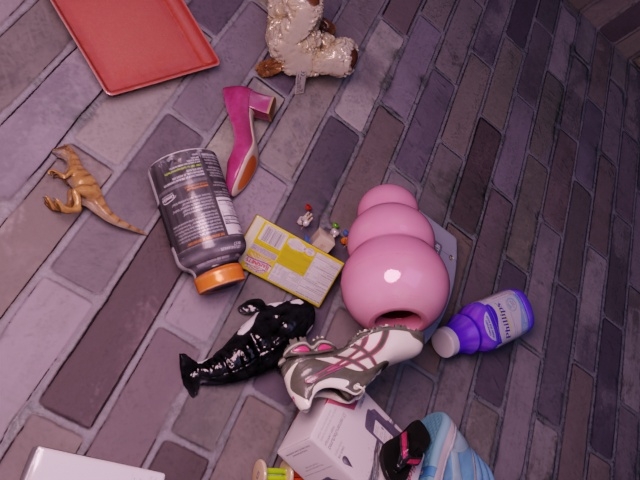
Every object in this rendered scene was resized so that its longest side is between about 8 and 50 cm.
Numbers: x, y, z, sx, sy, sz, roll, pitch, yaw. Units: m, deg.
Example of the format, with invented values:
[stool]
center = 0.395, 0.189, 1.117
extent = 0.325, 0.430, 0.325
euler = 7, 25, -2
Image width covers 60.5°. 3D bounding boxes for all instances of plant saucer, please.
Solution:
[plant saucer]
center = -0.371, -0.418, 1.085
extent = 0.258, 0.048, 0.259
euler = -31, 90, -36

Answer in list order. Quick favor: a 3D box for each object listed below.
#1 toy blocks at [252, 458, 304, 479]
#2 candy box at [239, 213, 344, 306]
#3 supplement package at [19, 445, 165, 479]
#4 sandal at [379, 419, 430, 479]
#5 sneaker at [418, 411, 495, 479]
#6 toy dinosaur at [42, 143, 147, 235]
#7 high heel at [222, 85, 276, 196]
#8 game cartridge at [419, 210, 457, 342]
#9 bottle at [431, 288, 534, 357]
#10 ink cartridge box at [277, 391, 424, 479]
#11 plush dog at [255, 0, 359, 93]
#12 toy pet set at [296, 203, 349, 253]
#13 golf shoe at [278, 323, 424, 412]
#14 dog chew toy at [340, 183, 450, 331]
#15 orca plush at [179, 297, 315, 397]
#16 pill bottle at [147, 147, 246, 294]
[toy blocks]
center = -0.044, 0.447, 0.954
extent = 0.148, 0.054, 0.123
euler = 15, 65, -27
[candy box]
center = -0.063, 0.042, 1.082
extent = 0.206, 0.027, 0.105
euler = 30, 95, -19
[supplement package]
center = -0.333, 0.364, 0.778
extent = 0.179, 0.105, 0.105
euler = 24, 62, -23
[sandal]
center = 0.159, 0.371, 0.983
extent = 0.179, 0.040, 0.067
euler = -21, 77, -55
[sneaker]
center = 0.242, 0.512, 1.045
extent = 0.208, 0.127, 0.319
euler = 45, 48, -9
[toy dinosaur]
center = -0.396, -0.075, 0.932
extent = 0.112, 0.064, 0.211
euler = -38, 94, -37
[high heel]
center = -0.180, -0.208, 1.123
extent = 0.117, 0.082, 0.244
euler = 14, 77, 8
[game cartridge]
center = 0.212, 0.078, 1.252
extent = 0.198, 0.062, 0.297
euler = 37, 57, -19
[bottle]
center = 0.379, 0.198, 1.282
extent = 0.283, 0.092, 0.118
euler = -13, 83, -34
[ink cartridge box]
center = 0.063, 0.384, 0.988
extent = 0.237, 0.100, 0.172
euler = 47, 36, -8
[plush dog]
center = -0.055, -0.490, 1.252
extent = 0.262, 0.210, 0.225
euler = 40, 36, -46
[toy pet set]
center = 0.000, 0.000, 1.161
extent = 0.122, 0.065, 0.114
euler = 33, 23, -20
[golf shoe]
center = 0.065, 0.225, 0.966
extent = 0.273, 0.105, 0.120
euler = -8, 53, -16
[dog chew toy]
center = 0.142, 0.022, 1.096
extent = 0.206, 0.206, 0.332
euler = 21, 47, -23
[orca plush]
center = -0.111, 0.174, 0.987
extent = 0.287, 0.102, 0.151
euler = -9, 77, -33
[pill bottle]
center = -0.213, -0.029, 0.984
extent = 0.130, 0.130, 0.246
euler = -14, 79, -34
